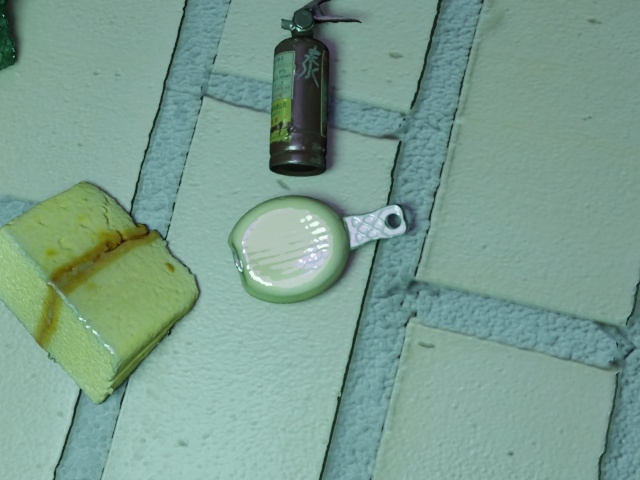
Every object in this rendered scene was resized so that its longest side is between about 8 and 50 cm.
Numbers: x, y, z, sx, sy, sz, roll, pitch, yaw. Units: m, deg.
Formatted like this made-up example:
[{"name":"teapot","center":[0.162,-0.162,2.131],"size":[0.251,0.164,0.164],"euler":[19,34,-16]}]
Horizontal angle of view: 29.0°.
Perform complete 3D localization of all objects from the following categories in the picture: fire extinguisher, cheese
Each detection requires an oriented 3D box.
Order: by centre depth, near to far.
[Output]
[{"name":"cheese","center":[0.000,0.000,1.567],"size":[0.227,0.064,0.137],"euler":[-16,83,1]},{"name":"fire extinguisher","center":[-0.011,-0.209,1.609],"size":[0.106,0.075,0.252],"euler":[8,77,-24]}]

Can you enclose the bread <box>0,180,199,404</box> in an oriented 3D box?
[{"name":"bread","center":[-0.285,0.059,1.589],"size":[0.240,0.135,0.178],"euler":[45,51,10]}]

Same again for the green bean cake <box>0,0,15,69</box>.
[{"name":"green bean cake","center":[-0.466,-0.329,1.573],"size":[0.107,0.208,0.193],"euler":[-30,73,-37]}]
